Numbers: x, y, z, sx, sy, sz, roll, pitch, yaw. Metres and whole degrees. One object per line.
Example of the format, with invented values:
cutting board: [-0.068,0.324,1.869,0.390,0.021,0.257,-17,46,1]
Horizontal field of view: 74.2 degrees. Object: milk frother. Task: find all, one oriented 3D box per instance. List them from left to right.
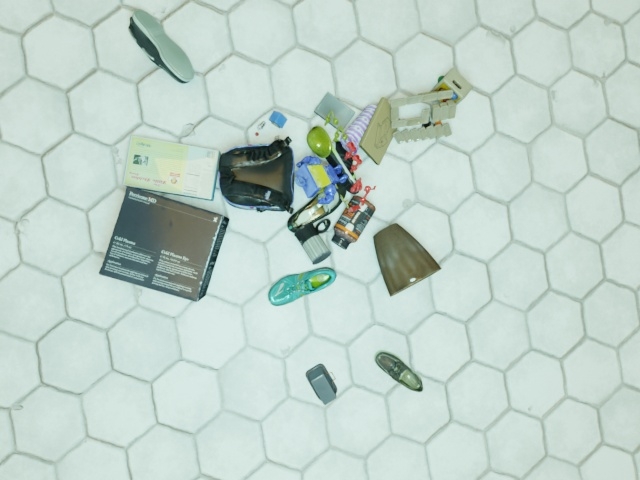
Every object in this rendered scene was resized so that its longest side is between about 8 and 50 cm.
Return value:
milk frother: [0.000,0.000,1.572,0.143,0.129,0.135,-33,74,2]

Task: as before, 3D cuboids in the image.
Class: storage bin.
storage bin: [0.014,0.545,1.594,0.098,0.091,0.135,-30,93,-5]

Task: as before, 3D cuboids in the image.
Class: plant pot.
plant pot: [0.300,0.059,1.587,0.215,0.215,0.231,-27,77,-5]

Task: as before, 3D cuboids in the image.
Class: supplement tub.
supplement tub: [0.119,-0.065,1.603,0.106,0.106,0.198,32,86,-5]

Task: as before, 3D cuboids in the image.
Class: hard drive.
hard drive: [0.054,-0.498,1.642,0.135,0.022,0.094,36,86,-4]

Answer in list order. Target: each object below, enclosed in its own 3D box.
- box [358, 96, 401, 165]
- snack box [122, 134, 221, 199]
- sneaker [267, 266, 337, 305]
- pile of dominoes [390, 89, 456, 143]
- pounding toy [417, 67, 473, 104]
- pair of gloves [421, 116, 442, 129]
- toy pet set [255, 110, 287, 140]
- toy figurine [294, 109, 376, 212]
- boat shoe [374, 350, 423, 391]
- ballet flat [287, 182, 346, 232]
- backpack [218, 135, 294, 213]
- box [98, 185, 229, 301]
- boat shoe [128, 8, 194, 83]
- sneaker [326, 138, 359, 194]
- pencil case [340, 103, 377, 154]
box: [0.228,-0.409,1.604,0.021,0.164,0.201,23,86,37]
snack box: [-0.544,-0.264,1.561,0.321,0.060,0.187,9,88,-6]
sneaker: [-0.069,0.165,1.580,0.275,0.110,0.107,-23,92,-5]
pile of dominoes: [0.388,-0.474,1.620,0.251,0.040,0.196,-9,135,0]
pounding toy: [0.482,-0.580,1.642,0.141,0.130,0.100,41,74,-4]
pair of gloves: [0.444,-0.459,1.687,0.083,0.010,0.074,5,90,-3]
toy pet set: [-0.171,-0.420,1.597,0.122,0.065,0.114,31,87,-5]
toy figurine: [-0.002,-0.255,1.468,0.217,0.191,0.363,-20,78,-34]
boat shoe: [0.308,0.506,1.632,0.223,0.073,0.080,38,86,-5]
ballet flat: [-0.005,-0.123,1.596,0.280,0.096,0.095,-42,92,-5]
backpack: [-0.232,-0.224,1.519,0.263,0.213,0.277,1,83,-14]
box: [-0.537,0.013,1.500,0.343,0.179,0.313,18,89,-6]
boat shoe: [-0.582,-0.690,1.549,0.303,0.091,0.114,55,41,-2]
sneaker: [0.101,-0.289,1.603,0.097,0.084,0.235,-27,80,-17]
pencil case: [0.160,-0.425,1.601,0.206,0.086,0.088,-49,121,-20]
